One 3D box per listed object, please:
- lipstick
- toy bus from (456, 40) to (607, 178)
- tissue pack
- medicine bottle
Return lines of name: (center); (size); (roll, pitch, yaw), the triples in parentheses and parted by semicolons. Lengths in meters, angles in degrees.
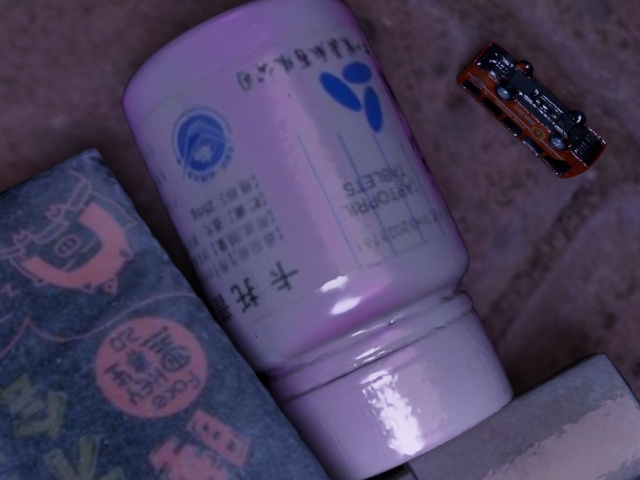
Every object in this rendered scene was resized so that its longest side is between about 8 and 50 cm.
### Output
lipstick: (0.068, 0.158, 0.591); (0.253, 0.079, 0.077); (-27, 73, -8)
toy bus: (0.146, -0.089, 0.719); (0.110, 0.043, 0.031); (43, 65, -2)
tissue pack: (-0.127, 0.128, 0.501); (0.228, 0.103, 0.315); (-31, 69, -21)
medicine bottle: (0.000, 0.000, 0.590); (0.152, 0.152, 0.254); (-22, 83, -22)
